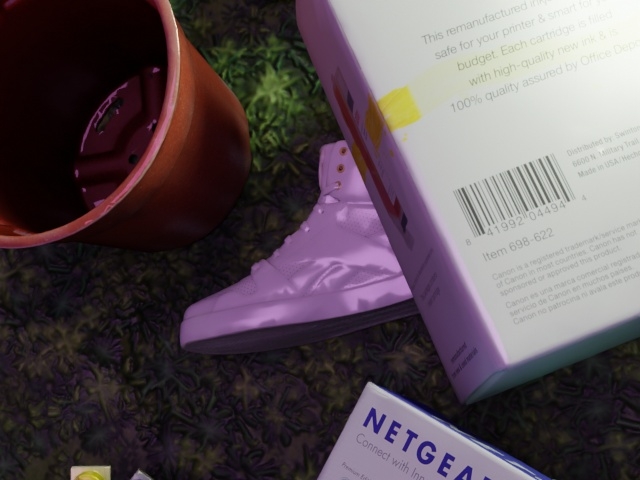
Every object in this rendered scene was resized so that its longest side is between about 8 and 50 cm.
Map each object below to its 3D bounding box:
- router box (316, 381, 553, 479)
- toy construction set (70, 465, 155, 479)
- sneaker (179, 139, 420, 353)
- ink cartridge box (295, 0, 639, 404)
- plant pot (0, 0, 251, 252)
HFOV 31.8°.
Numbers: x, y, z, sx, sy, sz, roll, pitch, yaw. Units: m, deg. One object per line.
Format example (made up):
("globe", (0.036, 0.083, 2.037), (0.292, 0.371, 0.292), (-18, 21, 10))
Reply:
("router box", (0.097, 0.299, 0.739), (0.335, 0.082, 0.301), (25, 88, 43))
("toy construction set", (-0.188, 0.377, 1.002), (0.215, 0.151, 0.327), (26, 97, -5))
("sneaker", (0.000, 0.000, 1.041), (0.293, 0.108, 0.169), (-15, 75, 4))
("ink cartridge box", (0.175, -0.100, 0.927), (0.279, 0.160, 0.384), (-20, 74, -9))
("plant pot", (-0.200, -0.108, 1.031), (0.272, 0.265, 0.272), (-3, 80, 17))
